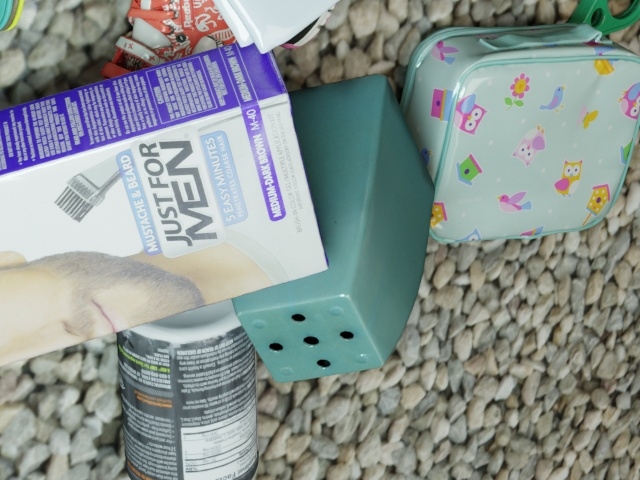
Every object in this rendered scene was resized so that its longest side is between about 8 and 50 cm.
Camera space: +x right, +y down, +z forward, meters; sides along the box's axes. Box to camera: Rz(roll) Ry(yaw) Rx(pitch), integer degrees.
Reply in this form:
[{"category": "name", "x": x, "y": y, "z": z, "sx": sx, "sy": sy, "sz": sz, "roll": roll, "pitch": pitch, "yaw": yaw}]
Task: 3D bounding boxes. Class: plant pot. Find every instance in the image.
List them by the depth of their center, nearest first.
[{"category": "plant pot", "x": 0.000, "y": 0.000, "z": 1.712, "sx": 0.166, "sy": 0.165, "sz": 0.234, "roll": 63, "pitch": 23, "yaw": -43}]

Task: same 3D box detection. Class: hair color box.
[{"category": "hair color box", "x": -0.179, "y": -0.024, "z": 1.538, "sx": 0.338, "sy": 0.110, "sz": 0.185, "roll": -16, "pitch": 128, "yaw": -3}]

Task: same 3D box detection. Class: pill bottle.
[{"category": "pill bottle", "x": -0.124, "y": 0.161, "z": 1.789, "sx": 0.130, "sy": 0.130, "sz": 0.246, "roll": -23, "pitch": 127, "yaw": -36}]

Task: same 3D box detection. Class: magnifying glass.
[{"category": "magnifying glass", "x": 0.293, "y": -0.241, "z": 2.075, "sx": 0.231, "sy": 0.026, "sz": 0.092, "roll": -44, "pitch": 137, "yaw": -22}]

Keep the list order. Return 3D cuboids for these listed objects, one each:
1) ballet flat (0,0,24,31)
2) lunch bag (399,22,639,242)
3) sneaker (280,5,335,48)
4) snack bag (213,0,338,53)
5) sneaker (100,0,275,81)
[{"category": "ballet flat", "x": -0.255, "y": -0.274, "z": 1.461, "sx": 0.077, "sy": 0.077, "sz": 0.231, "roll": -47, "pitch": 138, "yaw": -41}, {"category": "lunch bag", "x": 0.207, "y": -0.119, "z": 1.969, "sx": 0.279, "sy": 0.108, "sz": 0.224, "roll": -6, "pitch": 116, "yaw": -35}, {"category": "sneaker", "x": -0.017, "y": -0.261, "z": 1.716, "sx": 0.074, "sy": 0.063, "sz": 0.170, "roll": 18, "pitch": 93, "yaw": -49}, {"category": "snack bag", "x": -0.012, "y": -0.372, "z": 1.540, "sx": 0.342, "sy": 0.037, "sz": 0.323, "roll": -37, "pitch": 99, "yaw": -20}, {"category": "sneaker", "x": -0.129, "y": -0.195, "z": 1.616, "sx": 0.145, "sy": 0.090, "sz": 0.270, "roll": -42, "pitch": 138, "yaw": -25}]
